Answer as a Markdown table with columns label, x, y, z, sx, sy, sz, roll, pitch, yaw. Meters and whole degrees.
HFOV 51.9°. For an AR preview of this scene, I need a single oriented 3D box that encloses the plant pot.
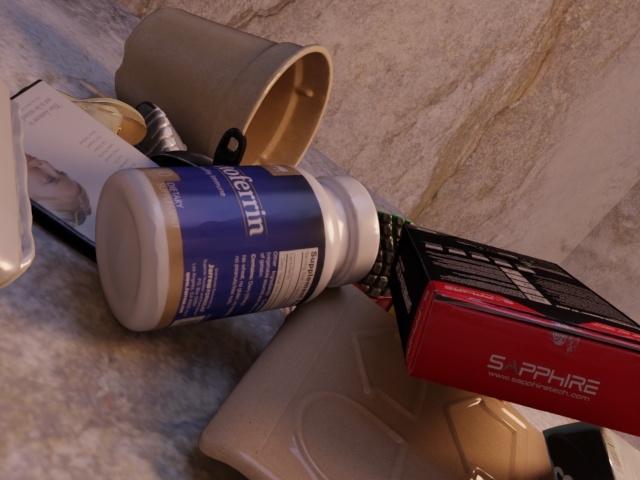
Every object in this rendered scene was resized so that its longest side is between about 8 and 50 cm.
| label | x | y | z | sx | sy | sz | roll | pitch | yaw |
| --- | --- | --- | --- | --- | --- | --- | --- | --- | --- |
| plant pot | -0.192 | -0.267 | 1.223 | 0.306 | 0.333 | 0.334 | 31 | 10 | 14 |

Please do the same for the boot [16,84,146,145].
| label | x | y | z | sx | sy | sz | roll | pitch | yaw |
| --- | --- | --- | --- | --- | --- | --- | --- | --- | --- |
| boot | -0.291 | -0.129 | 0.902 | 0.165 | 0.077 | 0.213 | 44 | 19 | 22 |

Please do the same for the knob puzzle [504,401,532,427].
| label | x | y | z | sx | sy | sz | roll | pitch | yaw |
| --- | --- | --- | --- | --- | --- | --- | --- | --- | --- |
| knob puzzle | 0.323 | 0.307 | 1.244 | 0.213 | 0.030 | 0.213 | 39 | 7 | -6 |

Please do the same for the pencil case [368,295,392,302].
| label | x | y | z | sx | sy | sz | roll | pitch | yaw |
| --- | --- | --- | --- | --- | --- | --- | --- | --- | --- |
| pencil case | 0.112 | 0.125 | 1.157 | 0.098 | 0.095 | 0.209 | 59 | 20 | 16 |

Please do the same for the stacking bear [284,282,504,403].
| label | x | y | z | sx | sy | sz | roll | pitch | yaw |
| --- | --- | --- | --- | --- | --- | --- | --- | --- | --- |
| stacking bear | 0.096 | 0.146 | 0.881 | 0.289 | 0.175 | 0.164 | 30 | -14 | 9 |

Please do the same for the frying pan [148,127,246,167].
| label | x | y | z | sx | sy | sz | roll | pitch | yaw |
| --- | --- | --- | --- | --- | --- | --- | --- | --- | --- |
| frying pan | -0.149 | -0.084 | 0.834 | 0.197 | 0.053 | 0.326 | 28 | -27 | 15 |

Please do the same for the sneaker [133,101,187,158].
| label | x | y | z | sx | sy | sz | roll | pitch | yaw |
| --- | --- | --- | --- | --- | --- | --- | --- | --- | --- |
| sneaker | -0.230 | -0.119 | 1.068 | 0.132 | 0.086 | 0.228 | 30 | 25 | -56 |

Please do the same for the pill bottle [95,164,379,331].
| label | x | y | z | sx | sy | sz | roll | pitch | yaw |
| --- | --- | --- | --- | --- | --- | --- | --- | --- | --- |
| pill bottle | -0.078 | -0.001 | 0.674 | 0.265 | 0.153 | 0.153 | -6 | 40 | -36 |

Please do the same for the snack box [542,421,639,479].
| label | x | y | z | sx | sy | sz | roll | pitch | yaw |
| --- | --- | --- | --- | --- | --- | --- | --- | --- | --- |
| snack box | 0.300 | 0.346 | 0.608 | 0.187 | 0.060 | 0.321 | 35 | 40 | -46 |

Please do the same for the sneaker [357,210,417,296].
| label | x | y | z | sx | sy | sz | roll | pitch | yaw |
| --- | --- | --- | --- | --- | --- | --- | --- | --- | --- |
| sneaker | 0.023 | -0.007 | 1.071 | 0.344 | 0.134 | 0.146 | 15 | 11 | -4 |

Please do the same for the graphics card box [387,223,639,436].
| label | x | y | z | sx | sy | sz | roll | pitch | yaw |
| --- | --- | --- | --- | --- | --- | --- | --- | --- | --- |
| graphics card box | 0.204 | 0.077 | 0.751 | 0.233 | 0.094 | 0.371 | 14 | 12 | -1 |

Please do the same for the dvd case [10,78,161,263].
| label | x | y | z | sx | sy | sz | roll | pitch | yaw |
| --- | --- | --- | --- | --- | --- | --- | --- | --- | --- |
| dvd case | -0.260 | -0.066 | 0.745 | 0.253 | 0.022 | 0.180 | 37 | 34 | -12 |

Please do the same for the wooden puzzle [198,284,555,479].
| label | x | y | z | sx | sy | sz | roll | pitch | yaw |
| --- | --- | --- | --- | --- | --- | --- | --- | --- | --- |
| wooden puzzle | 0.083 | 0.213 | 0.647 | 0.348 | 0.080 | 0.322 | 34 | 28 | 3 |

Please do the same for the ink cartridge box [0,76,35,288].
| label | x | y | z | sx | sy | sz | roll | pitch | yaw |
| --- | --- | --- | --- | --- | --- | --- | --- | --- | --- |
| ink cartridge box | -0.328 | -0.143 | 0.312 | 0.279 | 0.161 | 0.384 | 55 | -7 | 50 |
